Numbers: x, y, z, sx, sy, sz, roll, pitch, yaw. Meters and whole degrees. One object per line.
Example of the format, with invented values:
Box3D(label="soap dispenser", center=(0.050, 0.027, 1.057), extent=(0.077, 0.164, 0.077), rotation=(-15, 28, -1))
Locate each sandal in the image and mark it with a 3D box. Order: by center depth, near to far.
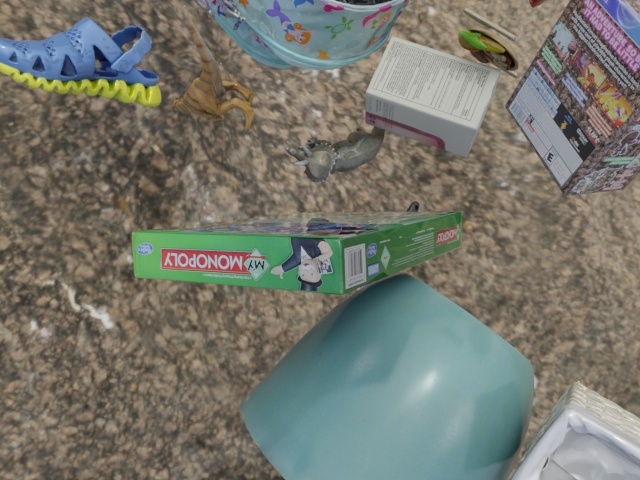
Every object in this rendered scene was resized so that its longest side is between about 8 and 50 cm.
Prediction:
Box3D(label="sandal", center=(-0.418, -0.325, 1.029), extent=(0.317, 0.126, 0.138), rotation=(-8, 124, -49))

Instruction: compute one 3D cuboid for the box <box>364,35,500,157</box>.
Box3D(label="box", center=(0.223, -0.292, 1.202), extent=(0.232, 0.127, 0.148), rotation=(22, 74, 10))

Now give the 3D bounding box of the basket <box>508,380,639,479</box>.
Box3D(label="basket", center=(0.271, 0.224, 0.533), extent=(0.167, 0.103, 0.113), rotation=(33, 108, 18))

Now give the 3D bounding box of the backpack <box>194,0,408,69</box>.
Box3D(label="backpack", center=(-0.021, -0.318, 0.692), extent=(0.253, 0.225, 0.191), rotation=(43, 141, 10))

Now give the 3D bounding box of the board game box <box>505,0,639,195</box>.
Box3D(label="board game box", center=(0.482, -0.258, 0.986), extent=(0.141, 0.232, 0.291), rotation=(-7, 147, -21))

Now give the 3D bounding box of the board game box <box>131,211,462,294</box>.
Box3D(label="board game box", center=(0.000, 0.000, 0.614), extent=(0.214, 0.317, 0.046), rotation=(1, 96, 30))

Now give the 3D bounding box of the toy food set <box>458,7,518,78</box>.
Box3D(label="toy food set", center=(0.328, -0.368, 1.155), extent=(0.132, 0.192, 0.038), rotation=(40, 96, 22))

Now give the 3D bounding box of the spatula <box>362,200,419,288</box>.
Box3D(label="spatula", center=(0.193, 0.015, 1.564), extent=(0.084, 0.030, 0.296), rotation=(41, 66, -30))

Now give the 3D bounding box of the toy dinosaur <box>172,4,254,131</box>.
Box3D(label="toy dinosaur", center=(-0.132, -0.178, 0.704), extent=(0.112, 0.211, 0.064), rotation=(13, 74, -20))

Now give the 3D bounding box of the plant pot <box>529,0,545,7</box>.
Box3D(label="plant pot", center=(0.581, -0.697, 1.263), extent=(0.236, 0.267, 0.267), rotation=(-15, 96, 4))

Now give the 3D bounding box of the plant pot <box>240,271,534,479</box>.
Box3D(label="plant pot", center=(0.098, 0.181, 0.672), extent=(0.293, 0.293, 0.235), rotation=(39, 87, -18))

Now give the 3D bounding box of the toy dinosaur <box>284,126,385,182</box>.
Box3D(label="toy dinosaur", center=(0.065, -0.204, 1.361), extent=(0.314, 0.160, 0.120), rotation=(-16, 114, -15))
